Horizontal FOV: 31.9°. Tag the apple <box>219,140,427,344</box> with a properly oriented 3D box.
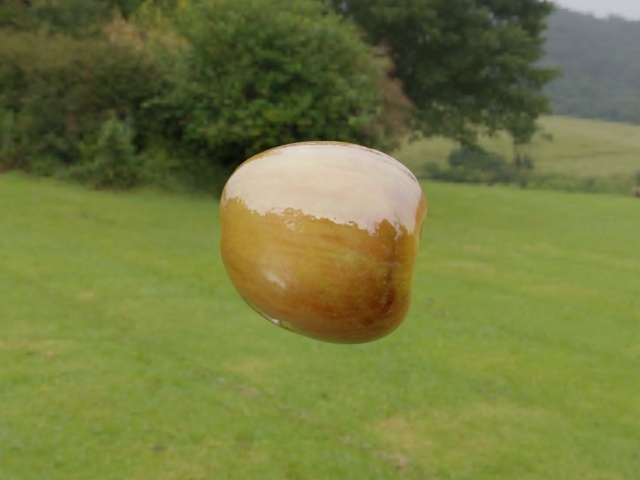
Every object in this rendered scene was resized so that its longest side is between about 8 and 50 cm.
[{"bbox_3d":[0.000,0.000,1.342,0.241,0.242,0.242,10,5,5],"label":"apple"}]
